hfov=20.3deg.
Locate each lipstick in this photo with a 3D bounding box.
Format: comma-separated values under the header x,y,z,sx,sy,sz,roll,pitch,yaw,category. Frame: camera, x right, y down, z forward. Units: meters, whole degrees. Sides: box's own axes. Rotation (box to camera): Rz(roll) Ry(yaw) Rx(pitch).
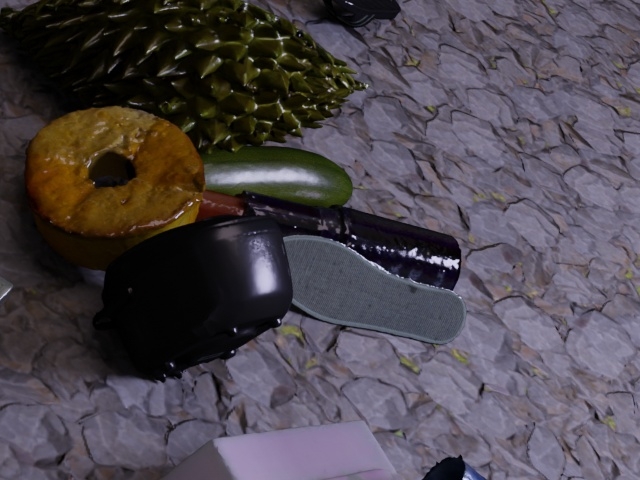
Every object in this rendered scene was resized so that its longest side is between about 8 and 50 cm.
x,y,z,sx,sy,sz,roll,pitch,yaw,category
0.000,0.000,1.794,0.300,0.081,0.081,13,40,-21,lipstick

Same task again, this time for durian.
x,y,z,sx,sy,sz,roll,pitch,yaw,category
-0.154,-0.202,1.817,0.394,0.163,0.198,11,29,18,durian

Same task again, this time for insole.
x,y,z,sx,sy,sz,roll,pitch,yaw,category
0.046,0.054,1.776,0.232,0.080,0.003,20,5,-23,insole

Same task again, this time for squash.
x,y,z,sx,sy,sz,roll,pitch,yaw,category
-0.071,-0.063,1.829,0.258,0.069,0.069,0,46,-35,squash

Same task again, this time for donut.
x,y,z,sx,sy,sz,roll,pitch,yaw,category
-0.196,-0.044,1.691,0.174,0.074,0.190,-21,47,-20,donut

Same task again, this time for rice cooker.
x,y,z,sx,sy,sz,roll,pitch,yaw,category
-0.111,0.047,1.578,0.142,0.203,0.118,-12,76,-42,rice cooker

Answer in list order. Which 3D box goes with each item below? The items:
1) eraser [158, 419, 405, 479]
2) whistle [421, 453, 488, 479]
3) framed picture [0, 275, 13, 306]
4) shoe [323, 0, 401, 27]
x,y,z,sx,sy,sz,roll,pitch,yaw,category
0.034,0.327,1.436,0.213,0.082,0.397,-4,49,-39,eraser
0.205,0.298,1.547,0.304,0.062,0.062,41,33,-20,whistle
-0.430,0.073,1.406,0.240,0.020,0.324,33,50,4,framed picture
0.038,-0.287,2.186,0.071,0.049,0.179,51,22,17,shoe
